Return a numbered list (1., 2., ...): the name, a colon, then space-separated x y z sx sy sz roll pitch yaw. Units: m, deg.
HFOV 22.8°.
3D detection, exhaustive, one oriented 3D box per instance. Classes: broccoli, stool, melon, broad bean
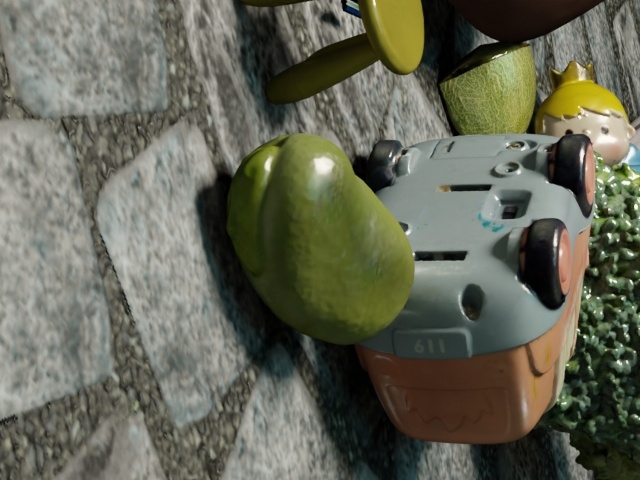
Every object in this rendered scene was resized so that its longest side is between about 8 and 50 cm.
1. broccoli: 0.303 0.094 1.575 0.317 0.338 0.277 62 51 -79
2. stool: 0.012 -0.174 1.235 0.135 0.110 0.134 43 42 -52
3. melon: 0.191 -0.146 1.651 0.160 0.079 0.128 -32 108 -65
4. broad bean: 0.000 0.000 1.141 0.124 0.082 0.174 -50 116 -26

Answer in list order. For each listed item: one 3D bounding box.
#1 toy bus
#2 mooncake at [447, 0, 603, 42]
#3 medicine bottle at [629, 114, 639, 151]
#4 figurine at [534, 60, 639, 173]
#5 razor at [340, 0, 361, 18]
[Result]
1. toy bus: 0.134 0.044 1.331 0.287 0.194 0.232 -62 144 -55
2. mooncake: 0.187 -0.353 1.566 0.326 0.174 0.334 38 35 -39
3. medicine bottle: 0.514 -0.097 2.167 0.388 0.219 0.219 -27 105 -64
4. figurine: 0.296 -0.089 1.826 0.185 0.127 0.234 -15 105 -58
5. razor: 0.011 -0.268 1.369 0.044 0.028 0.154 2 80 -66
